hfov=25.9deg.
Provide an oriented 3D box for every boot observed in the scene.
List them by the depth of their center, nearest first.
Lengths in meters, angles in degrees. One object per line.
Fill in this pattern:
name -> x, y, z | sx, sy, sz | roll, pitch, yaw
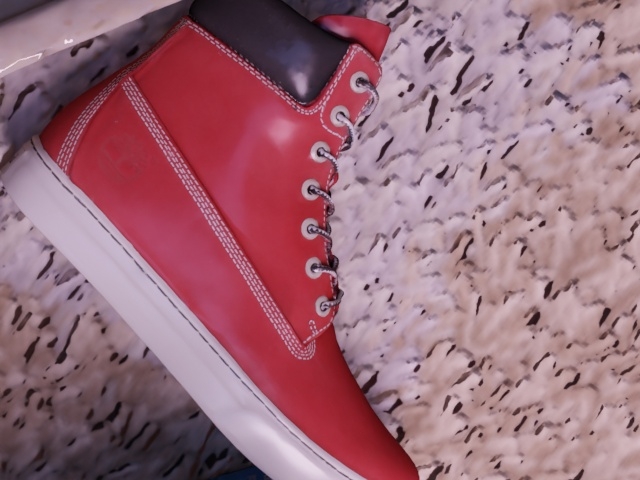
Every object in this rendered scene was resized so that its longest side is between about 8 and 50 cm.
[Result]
boot -> 0.000, 0.000, 0.637 | 0.176, 0.088, 0.244 | -41, 96, 1

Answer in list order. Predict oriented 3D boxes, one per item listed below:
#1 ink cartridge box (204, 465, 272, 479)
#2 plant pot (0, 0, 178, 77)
ink cartridge box -> -0.137, 0.220, 0.590 | 0.308, 0.223, 0.129 | -15, 101, -2
plant pot -> -0.182, -0.193, 0.457 | 0.334, 0.334, 0.305 | -22, 102, -1
